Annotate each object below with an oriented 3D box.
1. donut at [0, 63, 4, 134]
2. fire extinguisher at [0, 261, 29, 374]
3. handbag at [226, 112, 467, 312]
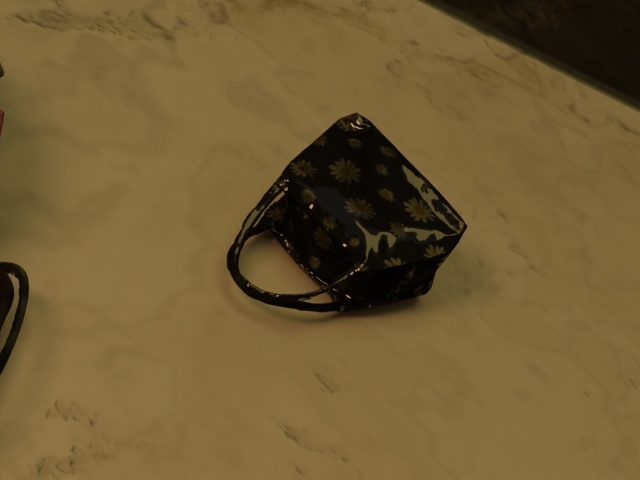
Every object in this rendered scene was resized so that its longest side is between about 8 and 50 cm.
[{"bbox_3d":[-0.293,-0.084,0.973,0.270,0.103,0.269,17,42,-16],"label":"donut"},{"bbox_3d":[-0.189,0.053,0.939,0.064,0.043,0.158,-3,38,14],"label":"fire extinguisher"},{"bbox_3d":[0.000,0.000,1.119,0.139,0.072,0.115,-28,67,-34],"label":"handbag"}]
